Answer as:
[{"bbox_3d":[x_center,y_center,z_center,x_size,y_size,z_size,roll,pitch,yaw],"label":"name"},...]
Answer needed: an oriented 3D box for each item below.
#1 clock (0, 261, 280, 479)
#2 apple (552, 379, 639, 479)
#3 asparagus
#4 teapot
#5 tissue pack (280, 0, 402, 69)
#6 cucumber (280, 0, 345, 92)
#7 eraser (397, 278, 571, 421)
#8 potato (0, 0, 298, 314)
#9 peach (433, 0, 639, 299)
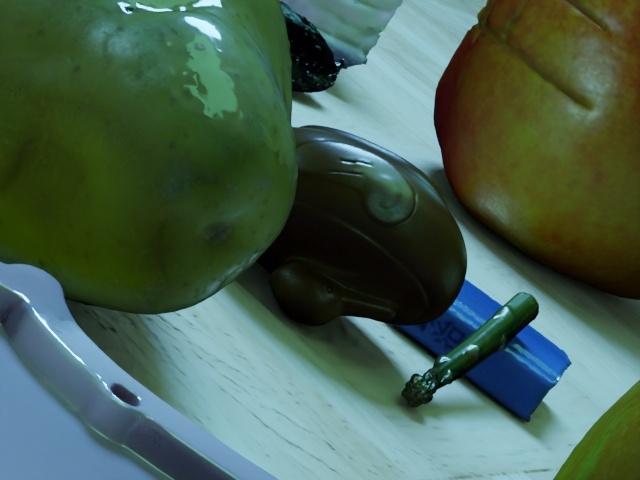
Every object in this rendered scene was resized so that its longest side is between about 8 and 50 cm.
[{"bbox_3d":[-0.059,0.106,0.366,0.275,0.080,0.290,39,14,19],"label":"clock"},{"bbox_3d":[0.159,0.131,0.546,0.237,0.207,0.237,41,20,-18],"label":"apple"},{"bbox_3d":[0.068,0.049,0.894,0.015,0.018,0.127,13,23,25],"label":"asparagus"},{"bbox_3d":[0.000,0.000,0.869,0.129,0.078,0.098,27,-27,7],"label":"teapot"},{"bbox_3d":[-0.115,-0.266,1.345,0.344,0.125,0.242,27,16,-26],"label":"tissue pack"},{"bbox_3d":[-0.052,-0.136,1.222,0.181,0.053,0.053,25,17,-37],"label":"cucumber"},{"bbox_3d":[0.078,0.047,0.959,0.085,0.027,0.063,37,14,8],"label":"eraser"},{"bbox_3d":[-0.074,-0.056,0.718,0.157,0.157,0.194,21,21,-42],"label":"potato"},{"bbox_3d":[0.219,-0.102,1.268,0.245,0.274,0.248,32,20,1],"label":"peach"}]
